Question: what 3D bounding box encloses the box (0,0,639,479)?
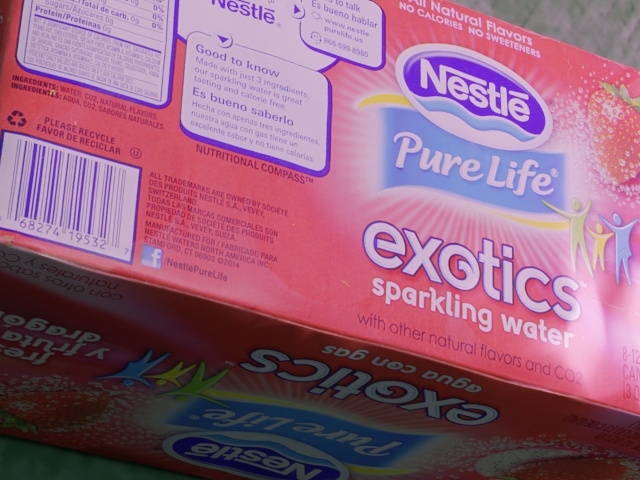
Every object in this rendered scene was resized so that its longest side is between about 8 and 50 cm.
[{"bbox_3d":[0.000,0.000,0.666,0.300,0.142,0.154,16,59,-24],"label":"box"}]
